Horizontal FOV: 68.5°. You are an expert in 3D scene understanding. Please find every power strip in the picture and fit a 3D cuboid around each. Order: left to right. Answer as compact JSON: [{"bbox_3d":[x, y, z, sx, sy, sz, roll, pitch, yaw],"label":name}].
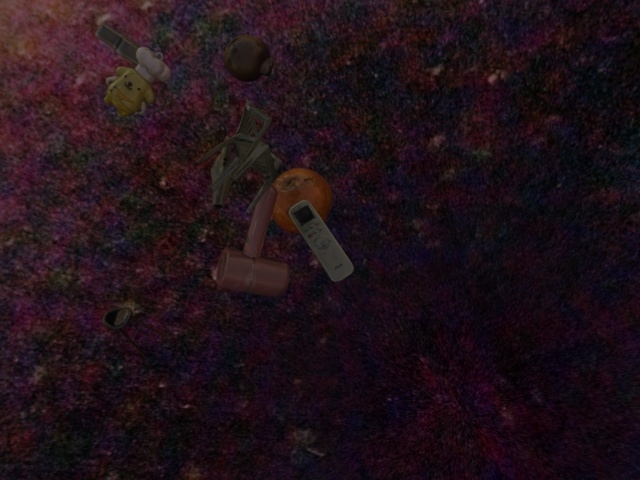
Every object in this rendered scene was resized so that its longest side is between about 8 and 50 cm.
[{"bbox_3d":[-0.681,-0.675,1.638,0.059,0.193,0.265,-55,36,10],"label":"power strip"}]

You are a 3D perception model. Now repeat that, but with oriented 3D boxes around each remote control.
[{"bbox_3d":[0.001,-0.001,1.562,0.090,0.038,0.310,-32,72,-1],"label":"remote control"}]

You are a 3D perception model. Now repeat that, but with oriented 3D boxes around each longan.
[{"bbox_3d":[-0.160,-0.412,1.072,0.119,0.106,0.106,27,81,11],"label":"longan"}]

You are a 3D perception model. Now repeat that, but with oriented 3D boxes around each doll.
[{"bbox_3d":[-0.401,-0.349,1.032,0.106,0.062,0.162,43,95,-9],"label":"doll"}]

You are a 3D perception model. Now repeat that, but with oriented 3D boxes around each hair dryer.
[{"bbox_3d":[-0.330,-0.215,1.591,0.088,0.225,0.219,7,81,-13],"label":"hair dryer"},{"bbox_3d":[-0.178,-0.005,1.464,0.210,0.125,0.353,14,98,-22],"label":"hair dryer"}]

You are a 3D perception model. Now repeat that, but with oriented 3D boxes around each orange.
[{"bbox_3d":[-0.072,-0.144,1.741,0.245,0.246,0.247,-5,70,15],"label":"orange"}]

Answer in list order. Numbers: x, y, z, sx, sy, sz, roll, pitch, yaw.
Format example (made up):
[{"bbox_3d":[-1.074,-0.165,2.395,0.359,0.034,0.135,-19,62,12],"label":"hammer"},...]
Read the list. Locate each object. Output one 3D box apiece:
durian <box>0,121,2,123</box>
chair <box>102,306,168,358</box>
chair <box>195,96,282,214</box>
[{"bbox_3d":[-0.718,-0.277,0.967,0.108,0.187,0.119,18,108,-3],"label":"durian"},{"bbox_3d":[-0.645,0.308,1.644,0.095,0.222,0.104,-30,42,8],"label":"chair"},{"bbox_3d":[-0.212,-0.257,1.349,0.190,0.203,0.275,29,66,20],"label":"chair"}]
